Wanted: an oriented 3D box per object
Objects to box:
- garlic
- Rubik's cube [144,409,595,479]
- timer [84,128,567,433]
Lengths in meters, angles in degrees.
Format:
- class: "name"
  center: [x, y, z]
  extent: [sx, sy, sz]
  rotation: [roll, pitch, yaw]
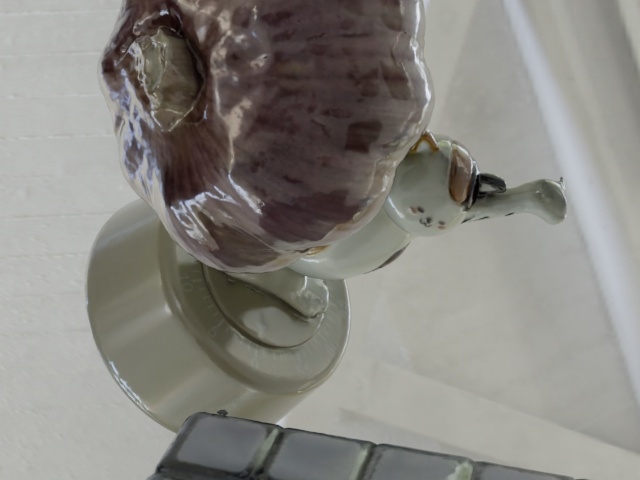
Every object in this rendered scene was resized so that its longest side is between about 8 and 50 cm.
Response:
- class: "garlic"
  center: [-0.028, -0.062, 0.524]
  extent: [0.102, 0.159, 0.147]
  rotation: [-9, -122, -51]
- class: "Rubik's cube"
  center: [0.015, 0.243, 0.536]
  extent: [0.237, 0.238, 0.237]
  rotation: [-60, -29, -55]
- class: "timer"
  center: [0.000, 0.000, 0.778]
  extent: [0.175, 0.266, 0.175]
  rotation: [24, -129, -33]
